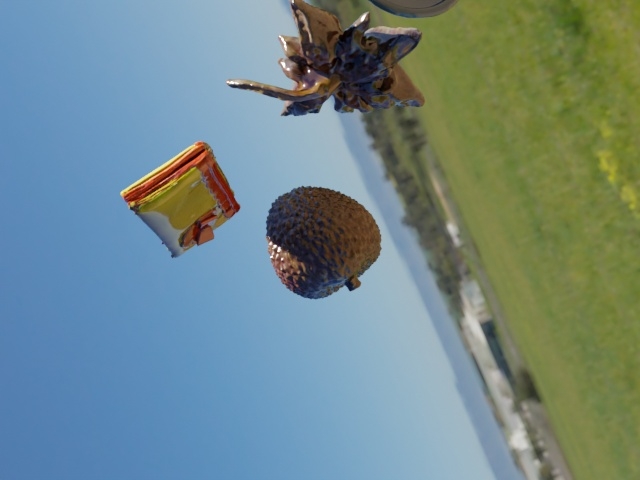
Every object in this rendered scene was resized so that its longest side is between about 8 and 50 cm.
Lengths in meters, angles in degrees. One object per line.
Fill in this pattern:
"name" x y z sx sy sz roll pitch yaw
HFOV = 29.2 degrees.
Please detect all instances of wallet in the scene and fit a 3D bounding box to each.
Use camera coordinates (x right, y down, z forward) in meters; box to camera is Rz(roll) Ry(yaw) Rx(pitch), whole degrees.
"wallet" -0.189 -0.053 1.755 0.067 0.141 0.241 56 177 15

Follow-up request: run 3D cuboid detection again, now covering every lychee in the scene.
"lychee" 0.003 0.005 1.966 0.194 0.194 0.194 -24 -90 -86

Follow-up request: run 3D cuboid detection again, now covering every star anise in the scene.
"star anise" 0.021 -0.294 2.139 0.109 0.349 0.292 -79 7 -46

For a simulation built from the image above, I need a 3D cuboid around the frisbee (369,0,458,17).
"frisbee" 0.141 -0.531 2.243 0.289 0.289 0.049 67 152 8
